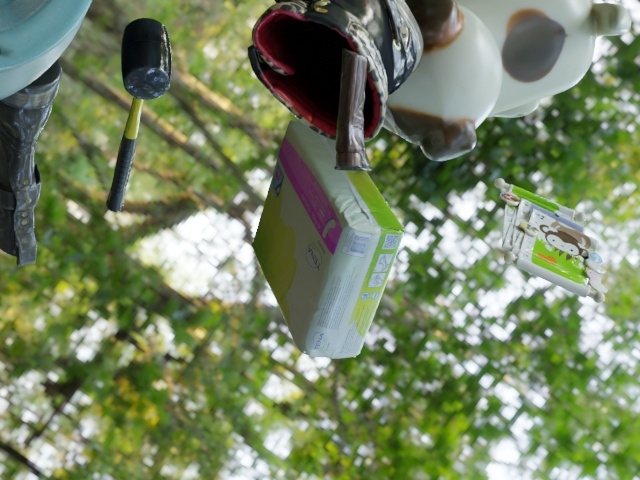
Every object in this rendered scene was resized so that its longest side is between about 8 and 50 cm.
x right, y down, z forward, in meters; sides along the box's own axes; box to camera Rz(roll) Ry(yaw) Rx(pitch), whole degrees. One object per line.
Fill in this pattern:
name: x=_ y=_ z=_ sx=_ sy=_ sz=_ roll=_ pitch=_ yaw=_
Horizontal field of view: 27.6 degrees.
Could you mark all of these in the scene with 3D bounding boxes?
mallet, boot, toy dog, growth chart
mallet: x=-0.152 y=-0.086 z=1.050 sx=0.062 sy=0.039 sz=0.190 roll=-101 pitch=-158 yaw=-48
boot: x=-0.334 y=-0.130 z=1.263 sx=0.263 sy=0.091 sz=0.229 roll=55 pitch=-37 yaw=32
toy dog: x=0.217 y=-0.255 z=1.903 sx=0.395 sy=0.285 sz=0.408 roll=13 pitch=-154 yaw=33
boot: x=-0.023 y=-0.297 z=1.528 sx=0.138 sy=0.377 sz=0.284 roll=-29 pitch=-161 yaw=23
boot: x=0.032 y=-0.126 z=1.262 sx=0.106 sy=0.037 sz=0.114 roll=53 pitch=37 yaw=-90
growth chart: x=0.332 y=0.000 z=1.870 sx=0.237 sy=0.172 sz=0.021 roll=-81 pitch=-168 yaw=-58

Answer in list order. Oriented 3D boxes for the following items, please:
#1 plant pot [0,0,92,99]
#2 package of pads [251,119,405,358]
plant pot: x=-0.279 y=-0.217 z=0.944 sx=0.272 sy=0.271 sz=0.255 roll=-55 pitch=-154 yaw=-10
package of pads: x=0.000 y=0.000 z=1.843 sx=0.296 sy=0.101 sz=0.229 roll=-118 pitch=-141 yaw=-52
